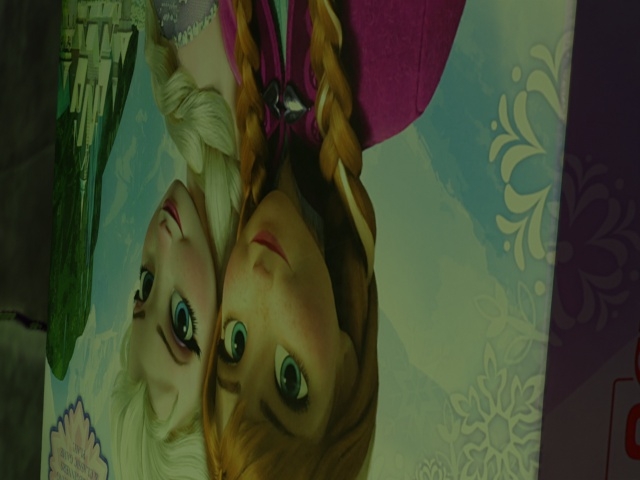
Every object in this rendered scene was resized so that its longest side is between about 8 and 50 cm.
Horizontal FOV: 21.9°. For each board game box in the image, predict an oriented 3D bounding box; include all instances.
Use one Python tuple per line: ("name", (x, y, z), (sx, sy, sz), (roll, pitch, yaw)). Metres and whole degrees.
("board game box", (0.000, 0.000, 0.489), (0.319, 0.066, 0.318), (14, 102, 62))
